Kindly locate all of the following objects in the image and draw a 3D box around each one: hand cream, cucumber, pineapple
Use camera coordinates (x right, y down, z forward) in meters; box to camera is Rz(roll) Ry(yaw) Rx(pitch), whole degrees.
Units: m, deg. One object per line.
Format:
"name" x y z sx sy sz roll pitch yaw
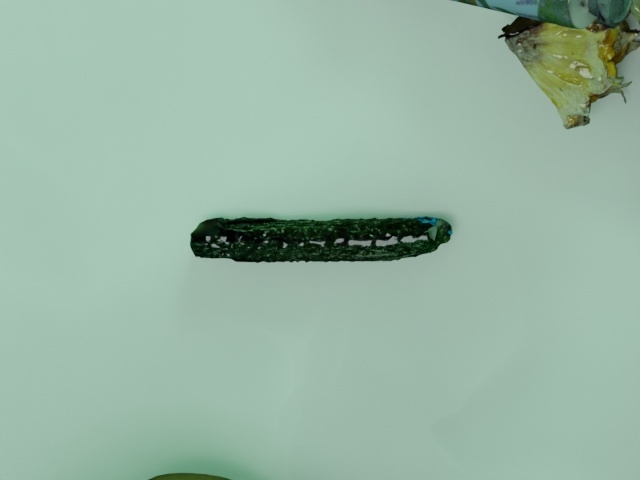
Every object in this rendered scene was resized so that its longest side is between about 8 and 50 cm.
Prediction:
"hand cream" 0.134 -0.219 1.285 0.256 0.055 0.088 24 127 37
"cucumber" 0.000 0.000 1.493 0.257 0.043 0.044 -1 121 20
"pineapple" 0.205 -0.158 1.316 0.116 0.069 0.137 16 123 11

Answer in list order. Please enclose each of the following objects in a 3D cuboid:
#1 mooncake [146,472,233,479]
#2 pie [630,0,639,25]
"mooncake" -0.137 0.467 1.669 0.467 0.262 0.467 10 118 18
"pie" 0.377 -0.194 1.218 0.308 0.085 0.308 7 124 11
